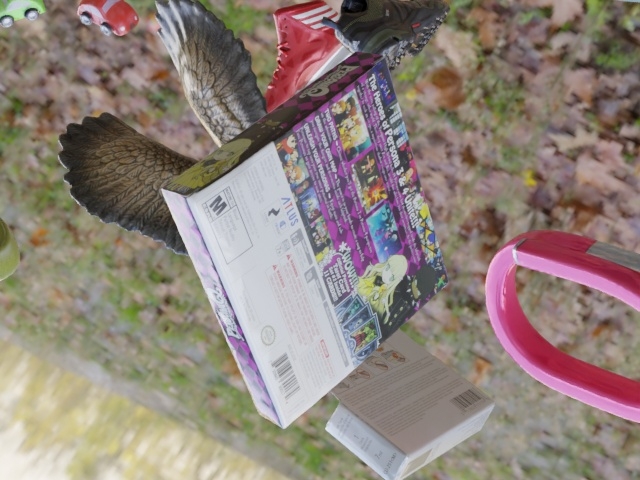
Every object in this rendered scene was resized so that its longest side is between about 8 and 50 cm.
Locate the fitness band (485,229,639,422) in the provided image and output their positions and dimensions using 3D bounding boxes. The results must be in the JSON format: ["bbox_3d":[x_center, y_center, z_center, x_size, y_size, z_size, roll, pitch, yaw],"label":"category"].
[{"bbox_3d":[0.301,0.097,1.244,0.291,0.054,0.209,21,135,44],"label":"fitness band"}]

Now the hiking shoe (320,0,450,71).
[{"bbox_3d":[0.089,-0.293,1.457,0.114,0.227,0.086,40,123,5],"label":"hiking shoe"}]

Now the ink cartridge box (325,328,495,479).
[{"bbox_3d":[0.094,0.221,1.639,0.239,0.275,0.060,36,117,24],"label":"ink cartridge box"}]

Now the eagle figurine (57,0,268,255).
[{"bbox_3d":[-0.112,-0.087,1.238,0.298,0.226,0.225,35,150,-27],"label":"eagle figurine"}]

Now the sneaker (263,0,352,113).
[{"bbox_3d":[-0.056,-0.274,1.696,0.128,0.221,0.087,46,178,-21],"label":"sneaker"}]

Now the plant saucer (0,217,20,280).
[{"bbox_3d":[-0.590,-0.016,1.776,0.241,0.241,0.037,30,116,6],"label":"plant saucer"}]

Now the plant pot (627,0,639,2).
[{"bbox_3d":[0.275,-0.362,1.109,0.196,0.290,0.290,-11,140,18],"label":"plant pot"}]

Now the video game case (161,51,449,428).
[{"bbox_3d":[0.000,0.000,0.897,0.042,0.210,0.232,20,140,45],"label":"video game case"}]

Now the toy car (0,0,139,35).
[{"bbox_3d":[-0.430,-0.398,1.787,0.053,0.225,0.239,93,153,-54],"label":"toy car"}]
